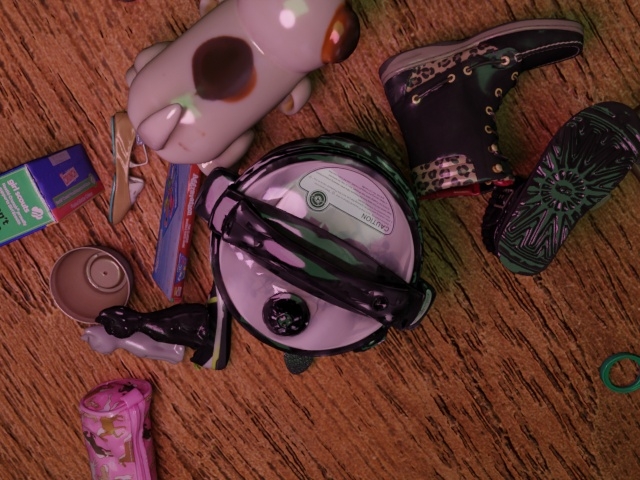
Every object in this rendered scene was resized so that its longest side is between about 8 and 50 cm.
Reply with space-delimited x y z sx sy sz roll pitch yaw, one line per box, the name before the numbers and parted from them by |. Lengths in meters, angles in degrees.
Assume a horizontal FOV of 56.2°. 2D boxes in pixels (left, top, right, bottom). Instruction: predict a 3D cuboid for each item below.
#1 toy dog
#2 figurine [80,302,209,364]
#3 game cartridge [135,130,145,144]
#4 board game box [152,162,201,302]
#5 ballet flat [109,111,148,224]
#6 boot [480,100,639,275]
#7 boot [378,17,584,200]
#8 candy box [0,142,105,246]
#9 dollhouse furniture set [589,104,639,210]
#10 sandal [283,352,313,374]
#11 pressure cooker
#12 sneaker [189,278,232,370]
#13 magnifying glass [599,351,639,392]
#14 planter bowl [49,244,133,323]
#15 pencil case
toy dog | -0.134 -0.329 1.026 0.408 0.395 0.285 -37 91 17
figurine | -0.360 0.183 1.205 0.209 0.215 0.092 11 62 -31
game cartridge | -0.334 -0.223 1.208 0.017 0.083 0.056 15 111 42
board game box | -0.293 -0.032 1.216 0.027 0.145 0.281 3 106 -32
ballet flat | -0.391 -0.143 1.224 0.073 0.080 0.232 3 105 -14
boot | 0.429 -0.101 1.131 0.131 0.260 0.348 37 104 4
boot | 0.314 -0.239 1.116 0.377 0.138 0.284 -10 80 7
candy box | -0.611 -0.058 1.144 0.317 0.268 0.122 -24 105 6
dollhouse furniture set | 0.652 -0.125 1.101 0.286 0.303 0.198 -39 99 9
sandal | -0.051 0.204 1.323 0.067 0.040 0.179 -4 89 -4
pressure cooker | -0.001 0.006 1.077 0.369 0.420 0.376 -13 102 4
sneaker | -0.243 0.176 1.290 0.097 0.084 0.235 6 103 1
magnifying glass | 0.743 0.291 1.341 0.230 0.026 0.092 -4 103 3
planter bowl | -0.463 0.079 1.256 0.162 0.109 0.162 0 104 1
pencil case | -0.428 0.500 1.329 0.167 0.160 0.386 -5 102 2
